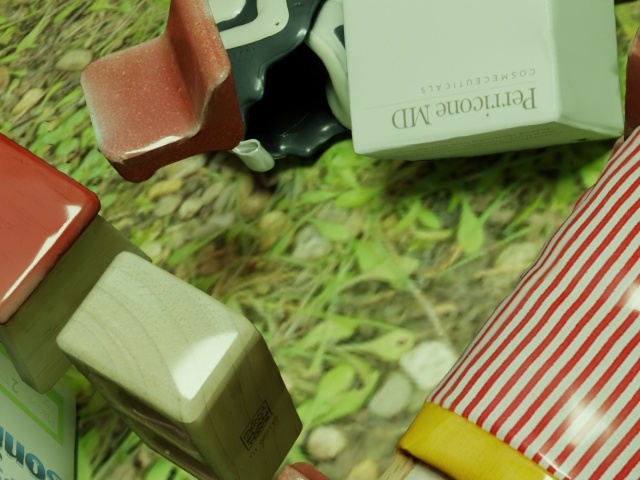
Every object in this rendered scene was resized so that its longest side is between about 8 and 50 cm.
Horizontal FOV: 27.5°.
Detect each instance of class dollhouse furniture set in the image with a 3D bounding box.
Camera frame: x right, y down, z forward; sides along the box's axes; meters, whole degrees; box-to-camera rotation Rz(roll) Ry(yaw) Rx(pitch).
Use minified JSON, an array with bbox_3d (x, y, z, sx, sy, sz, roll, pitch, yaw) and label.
[{"bbox_3d":[0.000,0.000,0.488,0.374,0.152,0.201,31,72,21],"label":"dollhouse furniture set"}]

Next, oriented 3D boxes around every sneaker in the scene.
[{"bbox_3d":[0.015,-0.131,0.747,0.235,0.094,0.153,-40,42,-3],"label":"sneaker"}]

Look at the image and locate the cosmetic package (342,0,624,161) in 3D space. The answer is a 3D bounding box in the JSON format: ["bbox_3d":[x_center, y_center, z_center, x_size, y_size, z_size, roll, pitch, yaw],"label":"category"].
[{"bbox_3d":[0.074,-0.160,0.645,0.117,0.085,0.231,-7,86,35],"label":"cosmetic package"}]

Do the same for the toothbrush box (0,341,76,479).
[{"bbox_3d":[-0.293,0.120,0.640,0.283,0.206,0.122,-25,41,14],"label":"toothbrush box"}]
